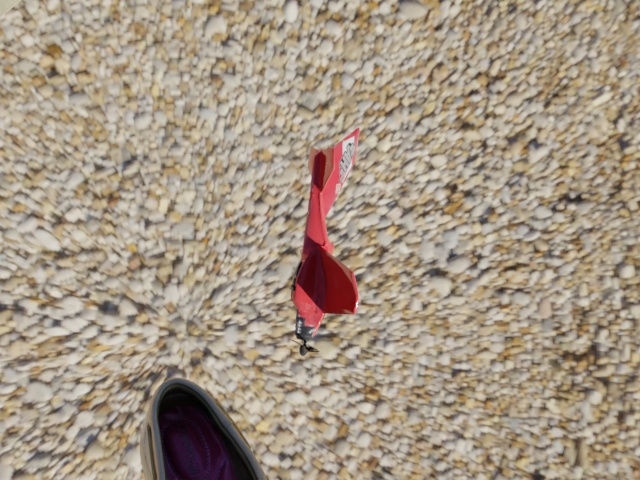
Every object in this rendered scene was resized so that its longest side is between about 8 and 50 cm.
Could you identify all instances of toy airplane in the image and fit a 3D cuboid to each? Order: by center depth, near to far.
[{"bbox_3d":[0.000,0.000,0.686,0.028,0.151,0.151,10,84,-14],"label":"toy airplane"}]

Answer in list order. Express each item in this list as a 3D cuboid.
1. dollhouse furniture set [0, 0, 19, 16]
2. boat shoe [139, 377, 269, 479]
[{"bbox_3d":[-0.150,-0.241,0.576,0.129,0.183,0.129,41,38,-34],"label":"dollhouse furniture set"},{"bbox_3d":[-0.048,0.140,0.521,0.063,0.059,0.170,-22,55,-20],"label":"boat shoe"}]
